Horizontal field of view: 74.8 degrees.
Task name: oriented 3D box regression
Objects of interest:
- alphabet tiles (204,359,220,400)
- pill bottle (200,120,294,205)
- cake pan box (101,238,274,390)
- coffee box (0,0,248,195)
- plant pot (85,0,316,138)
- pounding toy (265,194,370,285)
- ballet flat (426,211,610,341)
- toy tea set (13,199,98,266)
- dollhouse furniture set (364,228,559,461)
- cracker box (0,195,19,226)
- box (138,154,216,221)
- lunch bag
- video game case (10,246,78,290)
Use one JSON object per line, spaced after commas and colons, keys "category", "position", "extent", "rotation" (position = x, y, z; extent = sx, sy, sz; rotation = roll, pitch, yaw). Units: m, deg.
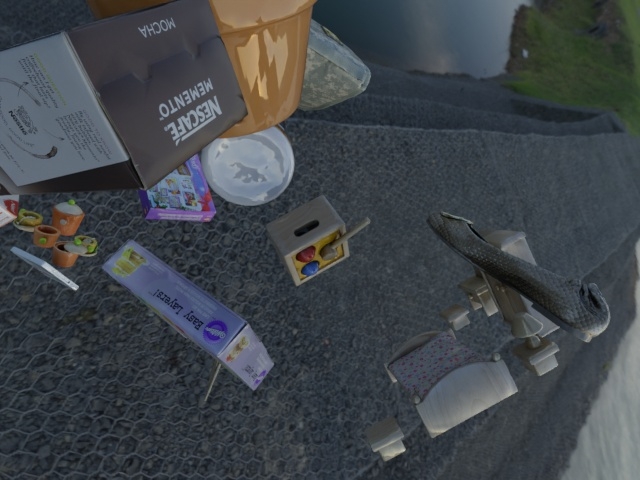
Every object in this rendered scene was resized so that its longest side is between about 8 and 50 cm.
{"category": "alphabet tiles", "position": [-0.344, 0.385, 1.419], "extent": [0.009, 0.198, 0.237], "rotation": [18, 29, -13]}
{"category": "pill bottle", "position": [-0.140, -0.197, 0.818], "extent": [0.162, 0.162, 0.278], "rotation": [36, 21, -27]}
{"category": "cake pan box", "position": [-0.206, 0.136, 0.707], "extent": [0.246, 0.267, 0.070], "rotation": [33, 68, 18]}
{"category": "coffee box", "position": [-0.248, -0.132, 0.410], "extent": [0.168, 0.297, 0.118], "rotation": [-57, 140, -47]}
{"category": "plant pot", "position": [-0.138, -0.275, 0.566], "extent": [0.203, 0.291, 0.291], "rotation": [85, 28, -43]}
{"category": "pounding toy", "position": [0.000, 0.000, 0.698], "extent": [0.141, 0.130, 0.100], "rotation": [-29, 59, -9]}
{"category": "ballet flat", "position": [0.232, 0.024, 0.518], "extent": [0.084, 0.058, 0.250], "rotation": [15, 21, -41]}
{"category": "toy tea set", "position": [-0.840, -0.042, 1.376], "extent": [0.336, 0.124, 0.200], "rotation": [33, 16, 27]}
{"category": "dollhouse furniture set", "position": [0.182, 0.135, 0.705], "extent": [0.356, 0.303, 0.173], "rotation": [-27, 96, -5]}
{"category": "cracker box", "position": [-0.617, -0.138, 0.688], "extent": [0.155, 0.067, 0.232], "rotation": [54, -6, 41]}
{"category": "box", "position": [-0.455, -0.194, 1.272], "extent": [0.201, 0.057, 0.293], "rotation": [1, 57, -43]}
{"category": "lunch bag", "position": [-0.036, -0.449, 1.044], "extent": [0.235, 0.287, 0.168], "rotation": [19, 91, -37]}
{"category": "video game case", "position": [-0.809, 0.083, 1.230], "extent": [0.019, 0.157, 0.143], "rotation": [-59, 152, -26]}
